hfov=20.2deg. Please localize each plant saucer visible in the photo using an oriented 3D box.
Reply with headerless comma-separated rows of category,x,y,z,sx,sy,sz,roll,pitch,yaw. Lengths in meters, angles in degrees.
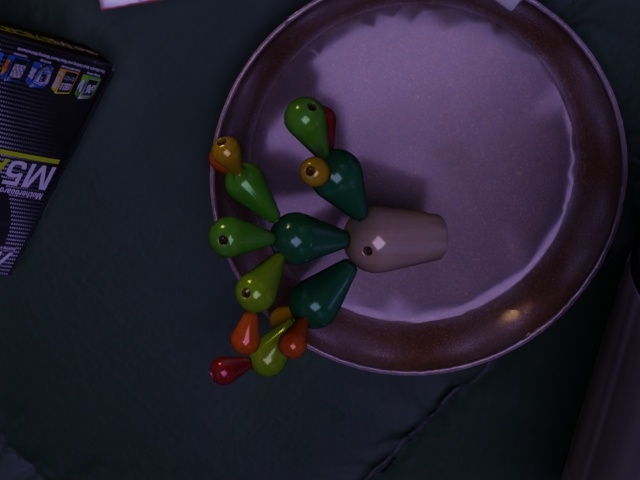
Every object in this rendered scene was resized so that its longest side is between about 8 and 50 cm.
plant saucer,0.073,-0.051,1.347,0.311,0.050,0.310,-1,107,-3

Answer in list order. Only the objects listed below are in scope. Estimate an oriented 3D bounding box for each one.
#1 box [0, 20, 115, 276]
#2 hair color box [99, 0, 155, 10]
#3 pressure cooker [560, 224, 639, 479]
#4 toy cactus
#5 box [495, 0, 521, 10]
box,-0.255,-0.068,1.262,0.191,0.045,0.184,12,110,-55
hair color box,-0.094,-0.213,1.289,0.141,0.043,0.072,-9,107,0
pressure cooker,0.366,0.120,1.225,0.375,0.370,0.420,-13,125,-42
toy cactus,0.000,0.000,1.295,0.180,0.112,0.219,-1,105,-24
box,0.084,-0.294,1.223,0.232,0.127,0.148,34,112,-13
